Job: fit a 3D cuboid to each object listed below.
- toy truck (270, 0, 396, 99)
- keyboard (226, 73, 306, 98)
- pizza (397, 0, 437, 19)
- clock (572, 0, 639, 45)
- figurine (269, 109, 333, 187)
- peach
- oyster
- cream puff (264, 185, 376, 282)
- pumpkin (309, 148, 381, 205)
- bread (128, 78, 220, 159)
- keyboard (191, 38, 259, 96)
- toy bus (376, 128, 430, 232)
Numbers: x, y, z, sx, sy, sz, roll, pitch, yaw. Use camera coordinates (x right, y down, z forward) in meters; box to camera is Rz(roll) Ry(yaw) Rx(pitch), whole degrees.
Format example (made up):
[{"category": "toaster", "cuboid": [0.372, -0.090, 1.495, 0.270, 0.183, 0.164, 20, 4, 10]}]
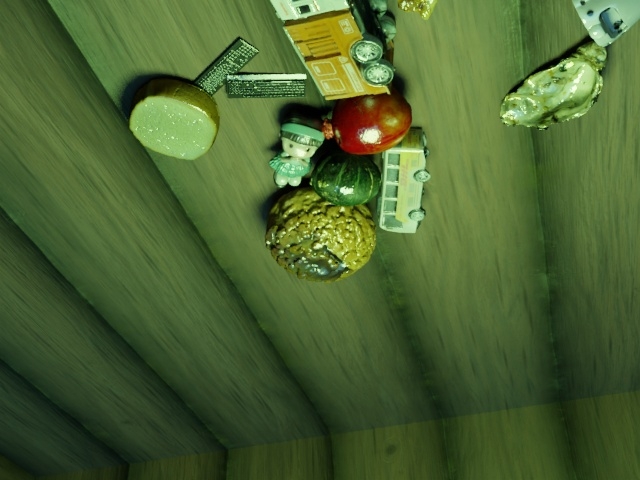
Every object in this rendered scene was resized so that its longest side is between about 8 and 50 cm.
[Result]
[{"category": "toy truck", "cuboid": [0.023, -0.481, 1.696, 0.206, 0.173, 0.387, -8, 145, 22]}, {"category": "keyboard", "cuboid": [-0.132, -0.377, 1.942, 0.196, 0.015, 0.074, -2, 145, -6]}, {"category": "pizza", "cuboid": [0.189, -0.566, 1.683, 0.127, 0.058, 0.246, -11, 139, 12]}, {"category": "clock", "cuboid": [0.662, -0.542, 1.639, 0.254, 0.189, 0.189, -28, 135, 31]}, {"category": "figurine", "cuboid": [-0.053, -0.239, 2.059, 0.137, 0.110, 0.245, 1, 146, -18]}, {"category": "peach", "cuboid": [0.114, -0.293, 1.924, 0.197, 0.197, 0.197, -1, 142, -1]}, {"category": "oyster", "cuboid": [0.572, -0.375, 1.937, 0.294, 0.094, 0.166, -16, 122, 32]}, {"category": "cream puff", "cuboid": [0.000, 0.000, 2.261, 0.327, 0.231, 0.343, 1, 142, -9]}, {"category": "pumpkin", "cuboid": [0.066, -0.164, 2.089, 0.190, 0.190, 0.146, 20, 102, -25]}, {"category": "bread", "cuboid": [-0.364, -0.302, 1.983, 0.236, 0.070, 0.236, 1, 144, 1]}, {"category": "keyboard", "cuboid": [-0.233, -0.411, 1.902, 0.063, 0.010, 0.198, 28, 133, -34]}, {"category": "toy bus", "cuboid": [0.228, -0.156, 2.175, 0.138, 0.097, 0.343, 1, 141, 0]}]
